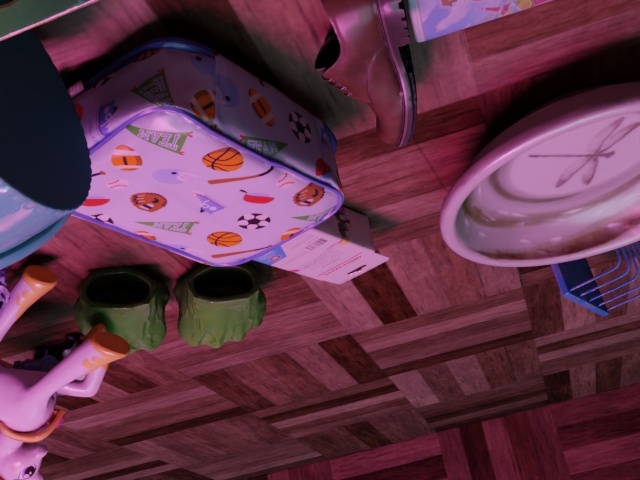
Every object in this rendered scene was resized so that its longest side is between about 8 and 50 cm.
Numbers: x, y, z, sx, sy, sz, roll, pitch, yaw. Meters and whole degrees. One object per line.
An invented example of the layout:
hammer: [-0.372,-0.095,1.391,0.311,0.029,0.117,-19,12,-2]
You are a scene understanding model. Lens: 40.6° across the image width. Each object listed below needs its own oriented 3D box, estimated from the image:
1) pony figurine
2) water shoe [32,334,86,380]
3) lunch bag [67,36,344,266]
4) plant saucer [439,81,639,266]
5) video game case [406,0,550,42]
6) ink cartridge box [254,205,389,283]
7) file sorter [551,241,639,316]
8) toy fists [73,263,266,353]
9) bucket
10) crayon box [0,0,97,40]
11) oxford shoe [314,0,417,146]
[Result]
pony figurine: [-0.467,0.199,1.170,0.350,0.303,0.364,26,115,-14]
water shoe: [-0.457,0.212,1.456,0.203,0.073,0.080,-30,127,25]
lunch bag: [-0.140,-0.079,0.908,0.243,0.115,0.303,-25,146,32]
plant saucer: [0.338,-0.096,1.097,0.400,0.101,0.400,-10,153,-5]
video game case: [0.162,-0.271,0.754,0.193,0.023,0.212,-17,154,6]
ink cartridge box: [0.000,0.000,1.196,0.104,0.062,0.181,-29,148,33]
file sorter: [0.445,0.034,1.381,0.104,0.118,0.170,-30,148,28]
toy fists: [-0.220,0.100,1.277,0.279,0.096,0.142,-4,140,-12]
bucket: [-0.319,-0.088,0.665,0.183,0.281,0.281,-25,152,10]
crayon box: [-0.260,-0.229,0.417,0.202,0.081,0.319,-18,116,13]
oxford shoe: [0.045,-0.174,0.854,0.096,0.083,0.227,-12,142,7]
